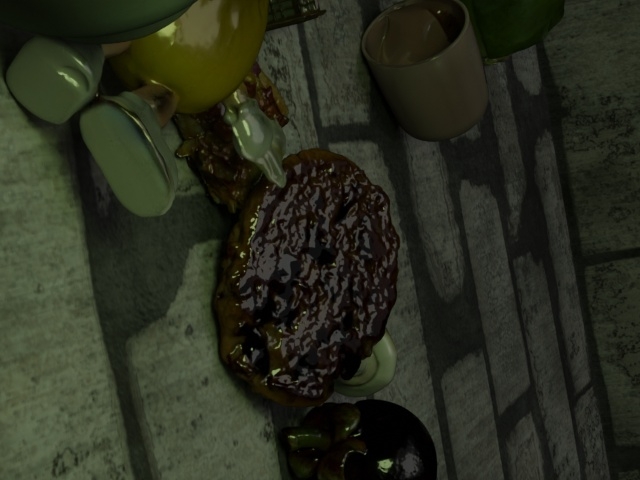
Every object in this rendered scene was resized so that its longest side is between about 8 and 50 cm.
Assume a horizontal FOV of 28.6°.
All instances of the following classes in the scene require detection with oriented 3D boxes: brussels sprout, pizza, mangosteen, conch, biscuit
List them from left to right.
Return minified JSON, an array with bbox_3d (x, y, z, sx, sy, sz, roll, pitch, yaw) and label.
[{"bbox_3d":[-0.110,-0.146,1.592,0.289,0.081,0.228,22,62,-64],"label":"pizza"},{"bbox_3d":[-0.018,0.049,1.632,0.289,0.081,0.334,32,71,-40],"label":"biscuit"},{"bbox_3d":[0.036,0.135,1.821,0.255,0.127,0.158,-113,-168,-79],"label":"conch"},{"bbox_3d":[0.048,0.293,1.697,0.230,0.194,0.194,38,41,-21],"label":"mangosteen"},{"bbox_3d":[0.388,-0.536,2.640,0.371,0.276,0.314,-35,117,-65],"label":"brussels sprout"}]

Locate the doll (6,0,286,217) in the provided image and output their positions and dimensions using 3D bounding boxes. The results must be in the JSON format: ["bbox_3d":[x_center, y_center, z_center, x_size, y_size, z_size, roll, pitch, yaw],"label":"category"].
[{"bbox_3d":[-0.157,-0.208,1.369,0.423,0.161,0.348,-17,92,-56],"label":"doll"}]

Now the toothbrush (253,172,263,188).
[{"bbox_3d":[-0.074,0.051,1.679,0.025,0.030,0.307,49,39,-75],"label":"toothbrush"}]

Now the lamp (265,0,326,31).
[{"bbox_3d":[-0.082,-0.462,1.766,0.090,0.089,0.325,-34,112,-63],"label":"lamp"}]

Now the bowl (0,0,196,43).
[{"bbox_3d":[-0.206,-0.305,1.154,0.185,0.354,0.354,81,15,-50],"label":"bowl"}]

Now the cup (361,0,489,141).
[{"bbox_3d":[0.182,-0.314,2.236,0.253,0.191,0.200,57,-4,47],"label":"cup"}]
